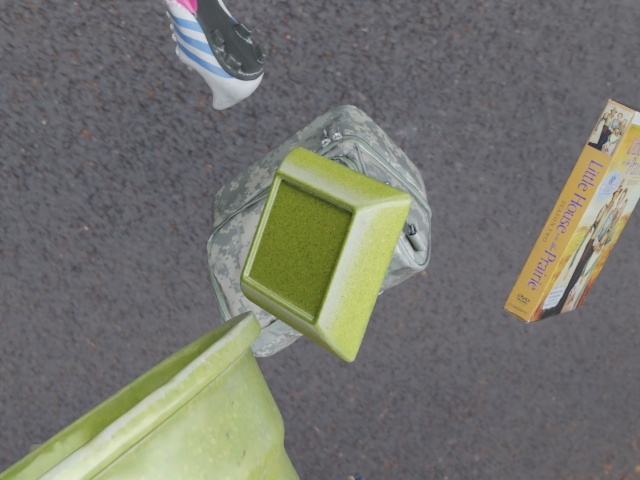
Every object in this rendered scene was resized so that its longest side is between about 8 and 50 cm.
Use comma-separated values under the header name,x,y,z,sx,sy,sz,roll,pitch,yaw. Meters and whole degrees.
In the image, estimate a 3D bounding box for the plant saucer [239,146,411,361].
name,x,y,z,sx,sy,sz,roll,pitch,yaw
plant saucer,-0.012,0.008,1.020,0.045,0.188,0.188,10,103,-46

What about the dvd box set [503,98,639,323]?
name,x,y,z,sx,sy,sz,roll,pitch,yaw
dvd box set,0.512,-0.051,1.789,0.307,0.062,0.420,-2,120,-57

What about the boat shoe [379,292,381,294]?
name,x,y,z,sx,sy,sz,roll,pitch,yaw
boat shoe,0.046,0.065,1.565,0.066,0.063,0.184,-39,137,24

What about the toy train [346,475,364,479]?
name,x,y,z,sx,sy,sz,roll,pitch,yaw
toy train,0.069,0.279,0.919,0.036,0.027,0.158,-37,116,5

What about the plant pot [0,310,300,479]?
name,x,y,z,sx,sy,sz,roll,pitch,yaw
plant pot,-0.072,0.213,0.430,0.276,0.276,0.254,-36,92,-17

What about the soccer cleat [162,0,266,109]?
name,x,y,z,sx,sy,sz,roll,pitch,yaw
soccer cleat,-0.209,-0.359,1.529,0.116,0.331,0.143,-21,166,-37

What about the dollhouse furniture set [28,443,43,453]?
name,x,y,z,sx,sy,sz,roll,pitch,yaw
dollhouse furniture set,-0.294,0.401,1.426,0.212,0.242,0.161,30,57,-48

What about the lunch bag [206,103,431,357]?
name,x,y,z,sx,sy,sz,roll,pitch,yaw
lunch bag,0.000,0.000,1.296,0.305,0.256,0.212,-32,125,22
